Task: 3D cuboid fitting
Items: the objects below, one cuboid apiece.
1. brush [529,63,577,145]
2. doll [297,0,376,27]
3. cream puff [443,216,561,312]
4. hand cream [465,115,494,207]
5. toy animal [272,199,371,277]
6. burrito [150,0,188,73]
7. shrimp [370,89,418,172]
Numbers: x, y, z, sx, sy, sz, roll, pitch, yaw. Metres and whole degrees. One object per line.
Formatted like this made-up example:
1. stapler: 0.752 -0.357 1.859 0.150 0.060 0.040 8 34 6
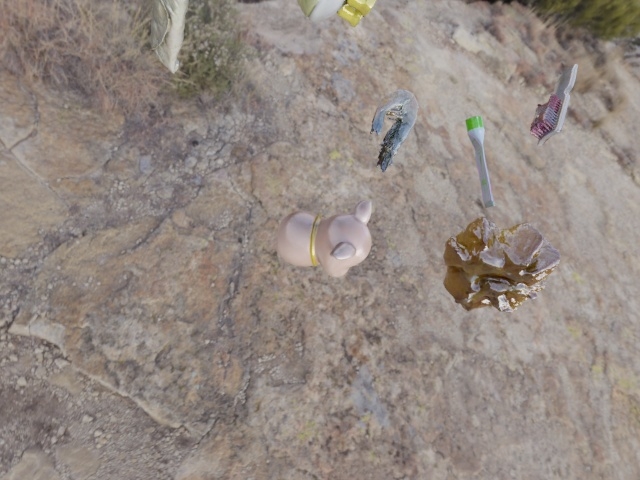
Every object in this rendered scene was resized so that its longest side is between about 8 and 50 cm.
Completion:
1. brush: 0.557 -0.338 0.996 0.050 0.060 0.321 37 56 -2
2. doll: -0.035 -0.464 0.656 0.296 0.117 0.141 45 0 -18
3. cream puff: 0.406 0.065 0.991 0.241 0.269 0.155 21 37 14
4. hand cream: 0.488 -0.235 1.265 0.079 0.050 0.275 -6 86 -56
5. toy animal: 0.000 -0.003 0.967 0.149 0.248 0.165 45 54 -46
6. burrito: -0.335 -0.465 0.920 0.060 0.226 0.087 -36 84 -31
7. shrimp: 0.244 -0.393 1.458 0.178 0.289 0.075 24 11 -37
